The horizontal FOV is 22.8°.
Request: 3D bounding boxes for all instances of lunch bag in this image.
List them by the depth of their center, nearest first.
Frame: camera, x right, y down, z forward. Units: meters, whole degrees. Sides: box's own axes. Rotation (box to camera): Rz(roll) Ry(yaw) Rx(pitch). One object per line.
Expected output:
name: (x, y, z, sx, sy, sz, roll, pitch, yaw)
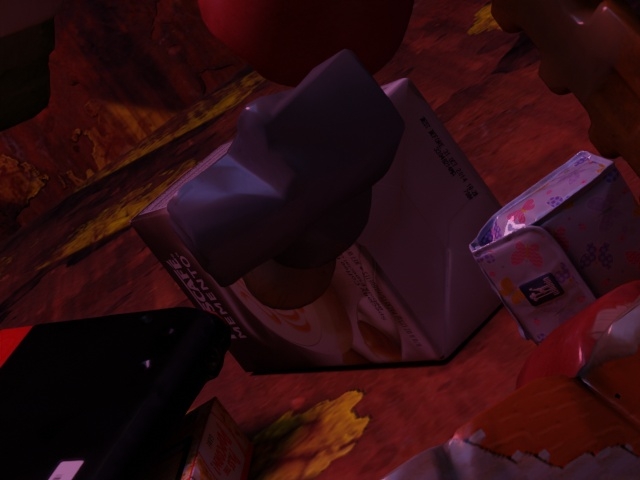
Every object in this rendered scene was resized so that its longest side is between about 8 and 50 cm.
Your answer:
lunch bag: (0.126, 0.008, 0.804, 0.083, 0.071, 0.053, -34, 17, -2)

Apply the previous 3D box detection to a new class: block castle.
block castle: (-0.083, 0.043, 0.472, 0.453, 0.303, 0.213, -27, -20, -26)

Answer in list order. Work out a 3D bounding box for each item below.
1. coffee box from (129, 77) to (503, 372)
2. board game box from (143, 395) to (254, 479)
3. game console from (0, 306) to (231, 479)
coffee box: (0.000, 0.000, 0.994, 0.098, 0.141, 0.246, -43, 14, -26)
board game box: (-0.116, 0.176, 0.878, 0.146, 0.045, 0.193, -32, 14, 13)
game console: (-0.257, 0.184, 0.894, 0.342, 0.060, 0.386, -7, 33, 32)
